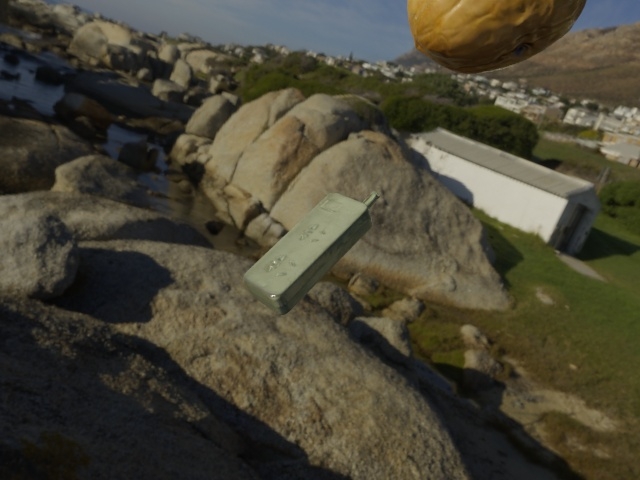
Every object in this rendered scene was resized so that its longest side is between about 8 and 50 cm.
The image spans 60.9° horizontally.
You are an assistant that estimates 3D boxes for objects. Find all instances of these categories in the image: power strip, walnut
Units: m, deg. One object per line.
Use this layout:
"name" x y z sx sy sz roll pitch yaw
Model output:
"power strip" 0.000 0.000 0.923 0.093 0.288 0.053 25 -30 39
"walnut" 0.214 -0.306 0.676 0.195 0.221 0.195 51 22 -30
